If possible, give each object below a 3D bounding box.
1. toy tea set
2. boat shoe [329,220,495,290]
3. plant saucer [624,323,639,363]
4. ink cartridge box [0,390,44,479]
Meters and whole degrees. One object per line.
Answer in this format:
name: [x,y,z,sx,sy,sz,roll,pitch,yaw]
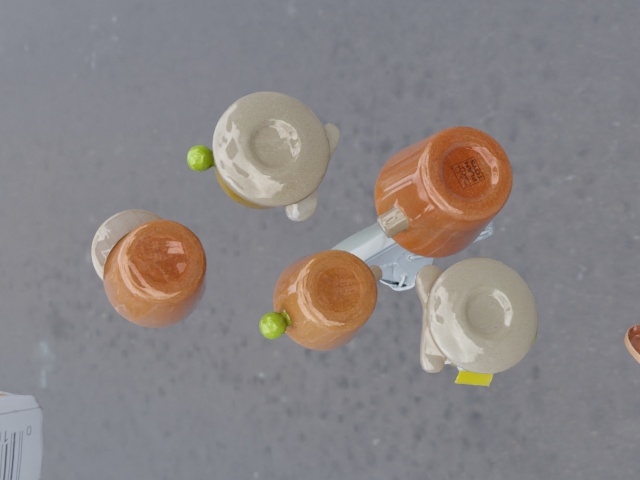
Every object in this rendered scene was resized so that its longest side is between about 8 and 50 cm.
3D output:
toy tea set: [0.000,0.000,0.826,0.124,0.336,0.200,137,140,-71]
boat shoe: [0.097,0.011,1.169,0.081,0.227,0.079,66,158,-7]
plant saucer: [0.353,0.118,1.125,0.083,0.083,0.013,50,130,40]
ink cartridge box: [-0.250,0.075,0.396,0.208,0.206,0.045,5,93,29]
